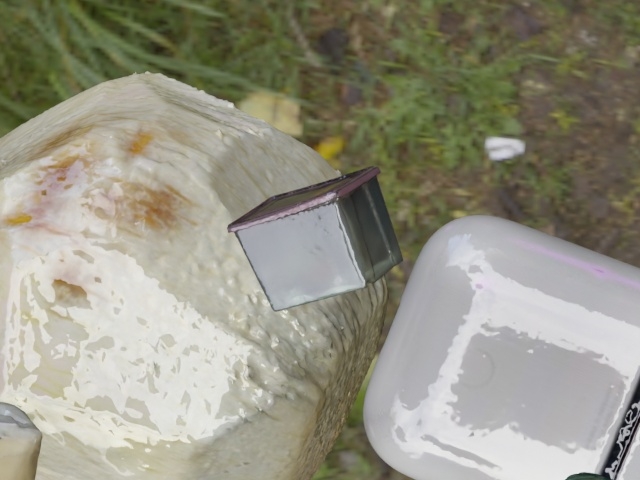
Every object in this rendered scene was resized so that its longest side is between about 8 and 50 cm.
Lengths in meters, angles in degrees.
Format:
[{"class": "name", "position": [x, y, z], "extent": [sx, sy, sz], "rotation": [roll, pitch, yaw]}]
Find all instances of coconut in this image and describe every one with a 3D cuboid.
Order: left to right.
[{"class": "coconut", "position": [-0.161, 0.051, 1.403], "extent": [0.415, 0.415, 0.345], "rotation": [33, 113, 33]}]

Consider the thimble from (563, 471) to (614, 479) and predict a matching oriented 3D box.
[{"class": "thimble", "position": [0.228, 0.258, 1.349], "extent": [0.090, 0.118, 0.135], "rotation": [21, 134, 32]}]

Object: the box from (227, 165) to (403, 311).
[{"class": "box", "position": [0.000, 0.000, 0.996], "extent": [0.084, 0.060, 0.063], "rotation": [-17, 99, 33]}]

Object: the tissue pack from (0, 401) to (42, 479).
[{"class": "tissue pack", "position": [-0.224, 0.165, 0.690], "extent": [0.090, 0.186, 0.222], "rotation": [27, 106, 55]}]

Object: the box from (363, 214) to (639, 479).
[{"class": "box", "position": [0.235, 0.147, 1.713], "extent": [0.349, 0.141, 0.289], "rotation": [21, 98, 2]}]
